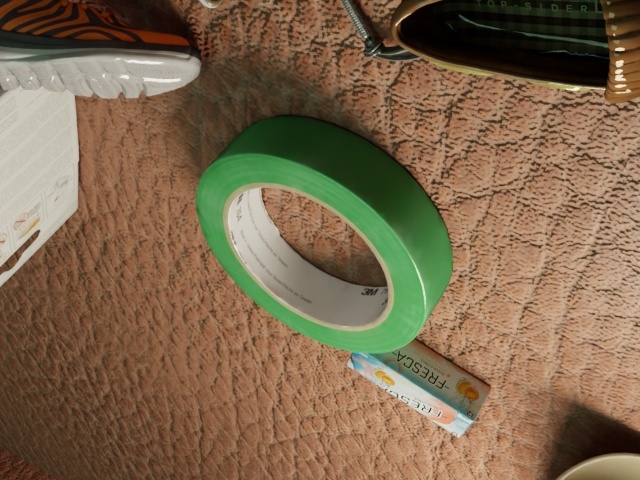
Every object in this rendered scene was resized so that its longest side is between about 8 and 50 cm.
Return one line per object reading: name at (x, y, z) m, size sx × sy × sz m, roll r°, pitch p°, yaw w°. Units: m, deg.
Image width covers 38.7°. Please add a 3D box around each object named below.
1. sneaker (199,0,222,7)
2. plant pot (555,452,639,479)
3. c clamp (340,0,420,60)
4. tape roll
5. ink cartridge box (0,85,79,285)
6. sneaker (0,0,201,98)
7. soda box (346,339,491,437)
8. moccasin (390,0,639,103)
sneaker at (-0.152, -0.284, 0.942) m, size 0.067 × 0.042 × 0.118 m, roll -21°, pitch 108°, yaw 47°
plant pot at (0.357, 0.419, 1.162) m, size 0.256 × 0.256 × 0.274 m, roll 31°, pitch 162°, yaw 10°
c clamp at (0.039, -0.231, 0.855) m, size 0.137 × 0.022 × 0.160 m, roll -17°, pitch 117°, yaw 45°
tape roll at (0.000, 0.000, 1.107) m, size 0.321 × 0.077 × 0.321 m, roll 25°, pitch 144°, yaw 19°
ink cartridge box at (-0.460, -0.074, 1.230) m, size 0.091 × 0.308 × 0.385 m, roll 32°, pitch 147°, yaw 8°
sneaker at (-0.293, -0.264, 1.025) m, size 0.321 × 0.180 × 0.124 m, roll 3°, pitch 168°, yaw -7°
soda box at (0.130, 0.181, 1.213) m, size 0.183 × 0.063 × 0.058 m, roll 32°, pitch 145°, yaw 8°
moccasin at (0.229, -0.158, 0.652) m, size 0.380 × 0.147 × 0.139 m, roll 18°, pitch 141°, yaw 27°
